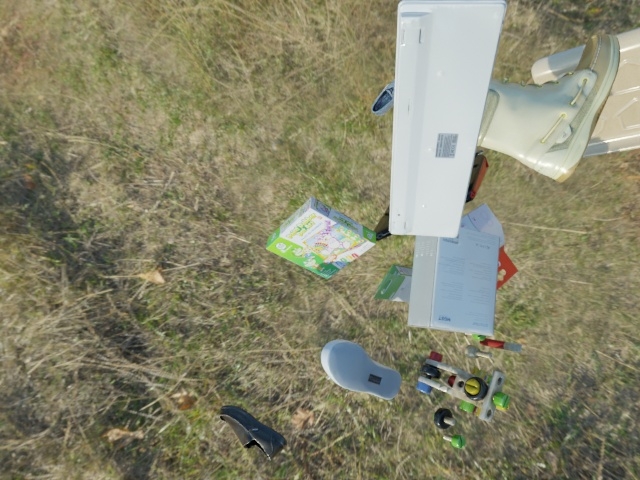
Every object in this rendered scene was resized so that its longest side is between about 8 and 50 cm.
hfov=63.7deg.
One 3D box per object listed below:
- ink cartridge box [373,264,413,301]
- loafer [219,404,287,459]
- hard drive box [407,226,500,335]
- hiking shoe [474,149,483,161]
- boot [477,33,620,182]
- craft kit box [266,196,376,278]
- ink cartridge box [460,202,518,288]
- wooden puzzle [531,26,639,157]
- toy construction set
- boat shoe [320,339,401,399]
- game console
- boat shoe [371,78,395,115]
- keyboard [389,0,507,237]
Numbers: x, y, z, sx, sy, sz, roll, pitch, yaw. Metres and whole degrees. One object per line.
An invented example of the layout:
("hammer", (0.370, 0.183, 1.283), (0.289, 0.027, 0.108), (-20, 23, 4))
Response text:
("ink cartridge box", (0.264, 0.145, 1.736), (0.108, 0.209, 0.062), (-61, 40, 25))
("loafer", (-0.202, 0.538, 1.446), (0.220, 0.080, 0.078), (23, 55, 19))
("hard drive box", (0.304, 0.090, 1.172), (0.181, 0.089, 0.231), (12, 79, -24))
("hiking shoe", (0.374, -0.257, 1.551), (0.227, 0.114, 0.086), (-2, 59, -27))
("boot", (0.356, -0.248, 0.853), (0.204, 0.095, 0.261), (23, 85, 8))
("craft kit box", (0.000, 0.000, 1.602), (0.247, 0.060, 0.250), (29, 135, -22))
("ink cartridge box", (0.497, 0.021, 1.539), (0.189, 0.066, 0.232), (-29, 76, -37))
("wooden puzzle", (0.821, -0.414, 1.477), (0.322, 0.080, 0.347), (-7, 129, 41))
("toy construction set", (0.444, 0.376, 1.377), (0.309, 0.237, 0.257), (-45, 112, -25))
("boat shoe", (0.095, 0.386, 1.599), (0.157, 0.367, 0.135), (10, 74, 47))
("game console", (0.376, -0.151, 1.764), (0.387, 0.342, 0.060), (-26, 102, 36))
("boat shoe", (0.242, -0.505, 1.760), (0.184, 0.063, 0.066), (-41, 82, 23))
("keyboard", (0.099, -0.083, 0.446), (0.072, 0.256, 0.014), (-1, 53, 5))
